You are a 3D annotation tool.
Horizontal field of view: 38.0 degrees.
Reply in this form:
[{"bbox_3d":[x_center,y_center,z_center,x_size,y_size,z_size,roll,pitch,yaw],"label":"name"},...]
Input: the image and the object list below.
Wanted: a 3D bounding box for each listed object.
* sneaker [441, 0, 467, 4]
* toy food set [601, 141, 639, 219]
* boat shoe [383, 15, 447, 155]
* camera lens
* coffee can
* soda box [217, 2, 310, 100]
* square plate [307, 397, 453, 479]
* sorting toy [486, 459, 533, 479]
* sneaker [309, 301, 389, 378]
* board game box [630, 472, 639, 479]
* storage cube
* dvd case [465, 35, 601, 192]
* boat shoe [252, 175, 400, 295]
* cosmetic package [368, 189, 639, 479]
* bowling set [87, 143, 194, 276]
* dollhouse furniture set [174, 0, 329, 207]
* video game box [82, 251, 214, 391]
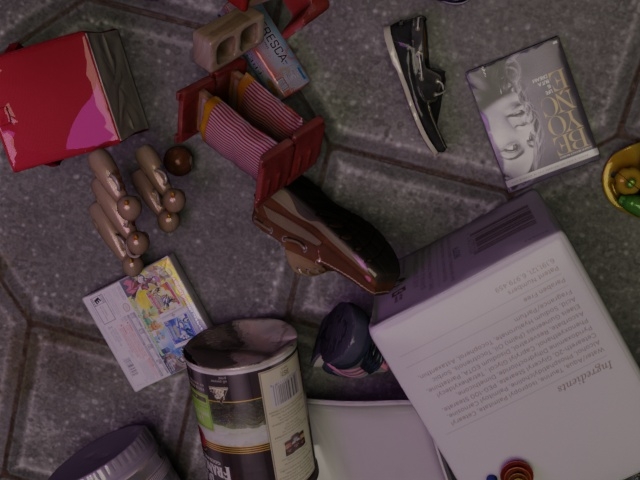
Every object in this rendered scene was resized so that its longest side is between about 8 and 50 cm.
[{"bbox_3d":[0.121,-0.453,1.470,0.282,0.153,0.099,22,104,0],"label":"sneaker"},{"bbox_3d":[0.584,-0.081,1.556,0.217,0.071,0.128,23,105,0],"label":"toy food set"},{"bbox_3d":[0.174,-0.256,1.549,0.079,0.084,0.233,-17,98,10],"label":"boat shoe"},{"bbox_3d":[-0.348,0.510,1.713,0.219,0.219,0.274,-26,100,11],"label":"camera lens"},{"bbox_3d":[-0.119,0.301,1.637,0.201,0.201,0.275,-5,109,7],"label":"coffee can"},{"bbox_3d":[-0.095,-0.323,1.561,0.058,0.063,0.183,-35,99,-19],"label":"soda box"},{"bbox_3d":[0.118,0.427,1.656,0.344,0.049,0.347,-10,106,46],"label":"square plate"},{"bbox_3d":[0.275,0.372,1.374,0.061,0.042,0.102,20,106,1],"label":"sorting toy"},{"bbox_3d":[0.068,0.176,1.560,0.131,0.319,0.112,18,80,-5],"label":"sneaker"},{"bbox_3d":[0.634,0.293,1.559,0.291,0.232,0.141,-34,99,13],"label":"board game box"},{"bbox_3d":[-0.426,-0.241,1.560,0.193,0.184,0.215,-13,102,8],"label":"storage cube"},{"bbox_3d":[0.360,-0.211,1.575,0.164,0.018,0.221,-20,101,10],"label":"dvd case"},{"bbox_3d":[0.000,0.000,1.561,0.324,0.122,0.120,41,117,36],"label":"boat shoe"},{"bbox_3d":[0.316,0.185,1.514,0.327,0.329,0.394,-29,99,11],"label":"cosmetic package"},{"bbox_3d":[-0.279,-0.072,1.579,0.200,0.287,0.154,-29,79,-18],"label":"bowling set"},{"bbox_3d":[-0.102,-0.261,1.422,0.201,0.152,0.374,38,145,20],"label":"dollhouse furniture set"},{"bbox_3d":[-0.307,0.150,1.712,0.187,0.048,0.205,-25,100,13],"label":"video game box"}]
